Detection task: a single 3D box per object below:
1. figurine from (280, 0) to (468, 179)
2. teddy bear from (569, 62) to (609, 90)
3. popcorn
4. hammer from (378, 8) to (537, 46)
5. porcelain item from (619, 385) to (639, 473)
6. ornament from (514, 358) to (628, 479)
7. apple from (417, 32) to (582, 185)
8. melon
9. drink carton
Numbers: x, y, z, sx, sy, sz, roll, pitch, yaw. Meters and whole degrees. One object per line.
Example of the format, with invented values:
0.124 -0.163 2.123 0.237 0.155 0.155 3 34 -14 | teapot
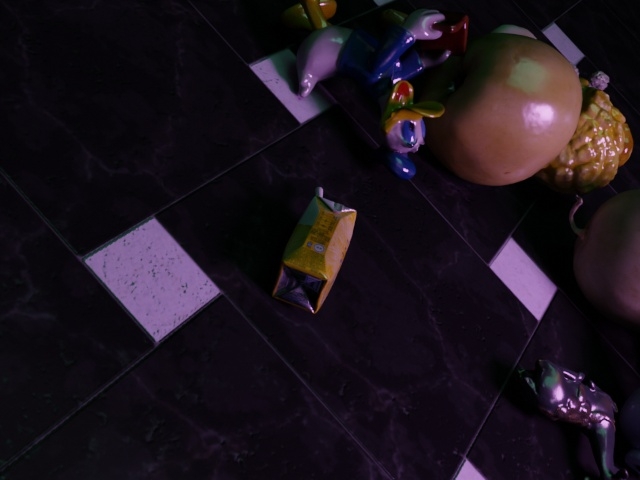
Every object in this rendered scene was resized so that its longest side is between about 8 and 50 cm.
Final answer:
0.107 -0.258 1.316 0.204 0.284 0.338 53 22 -82 | figurine
0.545 -0.278 1.818 0.133 0.111 0.213 19 67 -1 | teddy bear
0.479 -0.205 1.607 0.237 0.206 0.251 35 19 12 | popcorn
0.250 -0.365 1.580 0.305 0.202 0.113 25 66 0 | hammer
0.554 0.245 1.281 0.141 0.141 0.259 38 72 -11 | porcelain item
0.365 0.296 1.156 0.202 0.080 0.236 28 42 -27 | ornament
0.297 -0.225 1.397 0.262 0.262 0.262 24 43 -26 | apple
0.583 0.042 1.431 0.308 0.271 0.272 27 30 27 | melon
0.000 0.000 1.079 0.074 0.084 0.200 20 41 4 | drink carton
